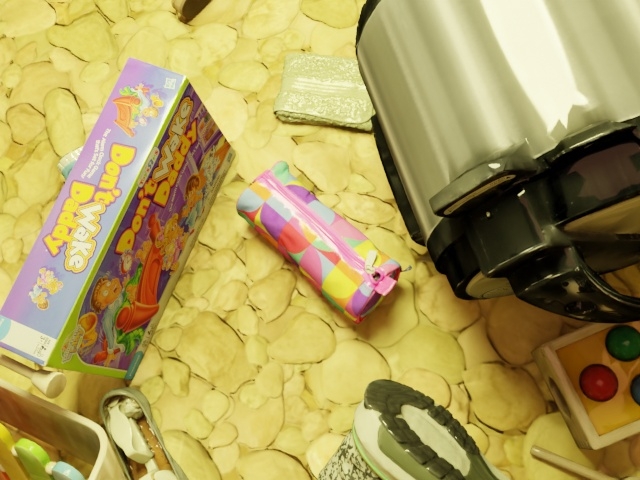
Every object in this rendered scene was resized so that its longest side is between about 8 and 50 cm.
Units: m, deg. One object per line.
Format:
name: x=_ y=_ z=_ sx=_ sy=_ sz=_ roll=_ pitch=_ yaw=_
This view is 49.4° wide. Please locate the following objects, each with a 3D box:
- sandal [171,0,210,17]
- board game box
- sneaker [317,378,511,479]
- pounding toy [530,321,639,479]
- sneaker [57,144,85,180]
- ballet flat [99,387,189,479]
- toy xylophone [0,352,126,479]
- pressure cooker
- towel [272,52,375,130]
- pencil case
sandal: x=-0.152 y=-0.446 z=1.036 sx=0.079 sy=0.088 sz=0.240 roll=42 pitch=89 yaw=10
board game box: x=-0.234 y=-0.010 z=0.856 sx=0.078 sy=0.233 sz=0.347 roll=21 pitch=79 yaw=12
sneaker: x=0.158 y=0.353 z=0.784 sx=0.410 sy=0.158 sz=0.182 roll=46 pitch=116 yaw=14
pounding toy: x=0.327 y=0.203 z=0.796 sx=0.181 sy=0.094 sz=0.206 roll=-23 pitch=73 yaw=1
sneaker: x=-0.286 y=-0.118 z=0.992 sx=0.162 sy=0.063 sz=0.073 roll=-30 pitch=91 yaw=3
ballet flat: x=-0.217 y=0.280 z=0.863 sx=0.072 sy=0.068 sz=0.213 roll=-31 pitch=74 yaw=-1
toy xylophone: x=-0.364 y=0.221 z=0.814 sx=0.323 sy=0.236 sz=0.081 roll=11 pitch=44 yaw=25
pressure cooker: x=0.256 y=-0.114 z=0.745 sx=0.370 sy=0.375 sz=0.420 roll=-19 pitch=73 yaw=-1
towel: x=0.012 y=-0.214 z=0.984 sx=0.148 sy=0.027 sz=0.110 roll=9 pitch=76 yaw=10
pencil case: x=0.000 y=0.000 z=0.893 sx=0.236 sy=0.104 sz=0.104 roll=40 pitch=84 yaw=16
